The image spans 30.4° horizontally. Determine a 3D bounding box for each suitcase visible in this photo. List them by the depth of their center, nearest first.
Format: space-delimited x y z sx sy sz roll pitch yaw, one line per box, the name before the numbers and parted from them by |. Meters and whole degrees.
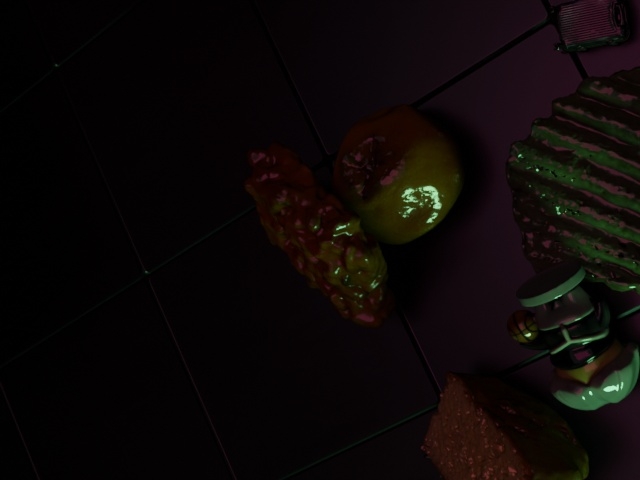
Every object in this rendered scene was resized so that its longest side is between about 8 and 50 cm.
suitcase | 0.443 -0.357 1.929 0.126 0.059 0.086 -7 90 28

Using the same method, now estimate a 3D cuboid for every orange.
orange | 0.132 -0.113 2.052 0.249 0.183 0.248 2 94 32

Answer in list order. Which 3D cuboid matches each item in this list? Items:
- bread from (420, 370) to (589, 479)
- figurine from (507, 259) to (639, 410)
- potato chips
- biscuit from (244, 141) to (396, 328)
bread | 0.325 0.367 1.959 0.340 0.179 0.194 52 126 54
figurine | 0.413 0.167 1.921 0.176 0.133 0.236 -26 101 32
potato chips | 0.496 -0.095 1.893 0.389 0.097 0.373 -1 91 27
biscuit | 0.000 0.000 2.075 0.110 0.312 0.318 -38 57 -12
